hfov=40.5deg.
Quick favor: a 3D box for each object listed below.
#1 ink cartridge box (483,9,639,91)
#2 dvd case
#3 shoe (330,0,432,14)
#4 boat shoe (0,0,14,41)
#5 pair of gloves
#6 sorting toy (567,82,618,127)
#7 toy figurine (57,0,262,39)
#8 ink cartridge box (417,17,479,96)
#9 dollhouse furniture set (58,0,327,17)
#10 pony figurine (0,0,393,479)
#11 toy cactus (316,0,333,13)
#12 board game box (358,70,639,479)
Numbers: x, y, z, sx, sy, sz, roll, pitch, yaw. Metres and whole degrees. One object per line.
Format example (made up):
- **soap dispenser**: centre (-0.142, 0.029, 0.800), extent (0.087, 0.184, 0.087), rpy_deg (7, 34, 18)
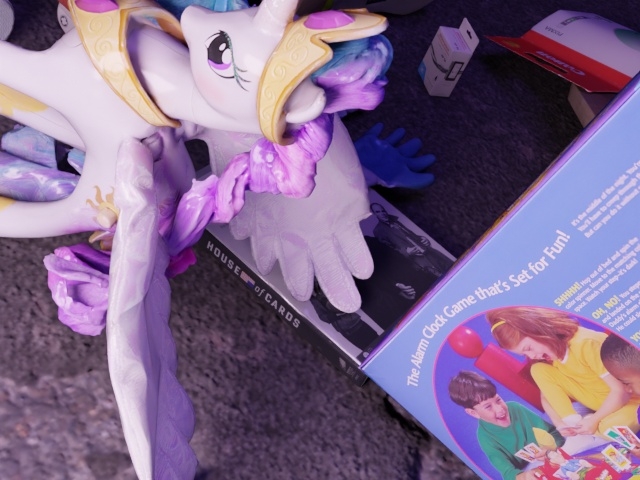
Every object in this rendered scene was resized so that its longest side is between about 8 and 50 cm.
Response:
- **ink cartridge box**: centre (0.349, -0.246, 1.111), extent (0.225, 0.056, 0.181), rpy_deg (-5, 34, -41)
- **dvd case**: centre (0.000, 0.000, 0.781), extent (0.239, 0.029, 0.179), rpy_deg (40, 45, 15)
- **shoe**: centre (0.067, -0.332, 1.101), extent (0.178, 0.063, 0.081), rpy_deg (-17, 62, -30)
- **boat shoe**: centre (-0.377, -0.181, 0.751), extent (0.076, 0.083, 0.226), rpy_deg (30, 31, 20)
- **pair of gloves**: centre (0.026, -0.116, 0.883), extent (0.198, 0.023, 0.159), rpy_deg (44, 32, 18)
- **sorting toy**: centre (0.405, -0.083, 0.960), extent (0.255, 0.089, 0.257), rpy_deg (14, 22, 4)
- **toy figurine**: centre (-0.159, -0.240, 0.859), extent (0.213, 0.148, 0.209), rpy_deg (9, 52, -20)
- **ink cartridge box**: centre (0.148, -0.215, 1.016), extent (0.028, 0.083, 0.048), rpy_deg (1, 49, -25)
- **dollhouse furniture set**: centre (-0.038, -0.298, 0.723), extent (0.152, 0.201, 0.374), rpy_deg (46, 52, 9)
- **pony figurine**: centre (-0.118, -0.044, 0.574), extent (0.363, 0.351, 0.303), rpy_deg (15, 45, 22)
- **toy cactus**: centre (-0.048, -0.334, 1.015), extent (0.180, 0.112, 0.219), rpy_deg (20, 74, 28)
- **board game box**: centre (0.208, 0.060, 0.573), extent (0.233, 0.347, 0.078), rpy_deg (42, 44, 5)
